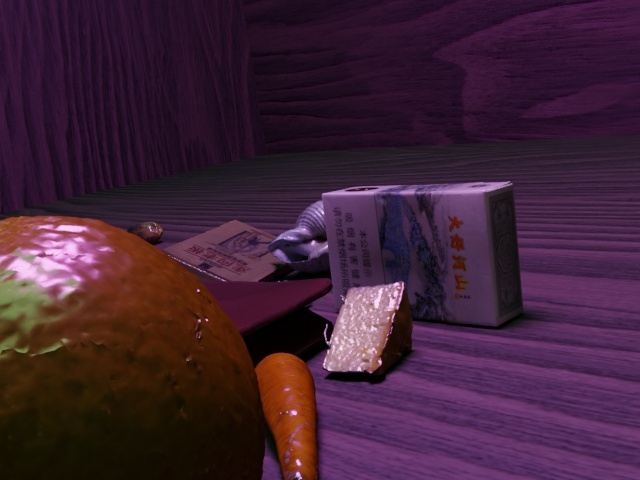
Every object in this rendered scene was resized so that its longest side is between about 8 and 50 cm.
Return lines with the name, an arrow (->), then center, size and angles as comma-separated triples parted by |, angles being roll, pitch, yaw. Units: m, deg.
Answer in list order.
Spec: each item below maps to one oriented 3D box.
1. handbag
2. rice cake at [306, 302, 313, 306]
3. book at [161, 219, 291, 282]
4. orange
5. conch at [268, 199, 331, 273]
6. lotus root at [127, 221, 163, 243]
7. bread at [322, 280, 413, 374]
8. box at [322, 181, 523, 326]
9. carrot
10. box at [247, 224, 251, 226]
handbag -> -0.145, 0.108, 1.036 | 0.275, 0.084, 0.260 | -2, 13, 31
rice cake -> -0.061, 0.082, 1.257 | 0.121, 0.022, 0.021 | 0, 13, 39
book -> -0.140, 0.026, 1.443 | 0.161, 0.026, 0.231 | 22, 23, 20
orange -> -0.163, 0.123, 0.494 | 0.274, 0.274, 0.274 | -8, 11, 2
conch -> 0.005, 0.003, 1.412 | 0.153, 0.102, 0.135 | -43, 30, -6
lotus root -> -0.398, -0.016, 1.946 | 0.099, 0.049, 0.054 | 0, 22, 35
bread -> 0.045, 0.098, 0.947 | 0.084, 0.080, 0.109 | -5, 9, 27
box -> 0.124, 0.013, 1.099 | 0.256, 0.164, 0.069 | 1, 13, 42
carrot -> -0.028, 0.158, 0.761 | 0.061, 0.061, 0.256 | -9, 13, -4
box -> -0.163, 0.010, 1.604 | 0.060, 0.063, 0.085 | -1, 15, 33
